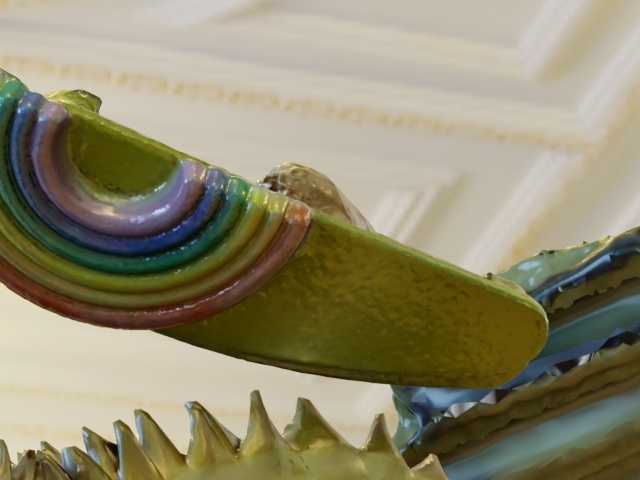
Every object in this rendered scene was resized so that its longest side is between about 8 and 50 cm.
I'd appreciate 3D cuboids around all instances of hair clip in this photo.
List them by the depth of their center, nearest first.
[{"bbox_3d":[-0.023,0.007,0.533,0.188,0.033,0.060,19,-60,-16],"label":"hair clip"}]

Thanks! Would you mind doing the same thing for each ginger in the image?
[{"bbox_3d":[-0.001,-0.002,1.395,0.069,0.095,0.190,-39,-22,2],"label":"ginger"}]

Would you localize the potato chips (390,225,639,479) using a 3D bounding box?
[{"bbox_3d":[0.250,0.136,1.210,0.429,0.070,0.358,-25,-63,7],"label":"potato chips"}]

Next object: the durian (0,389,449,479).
[{"bbox_3d":[-0.030,0.134,0.523,0.172,0.166,0.306,-42,-59,11],"label":"durian"}]
